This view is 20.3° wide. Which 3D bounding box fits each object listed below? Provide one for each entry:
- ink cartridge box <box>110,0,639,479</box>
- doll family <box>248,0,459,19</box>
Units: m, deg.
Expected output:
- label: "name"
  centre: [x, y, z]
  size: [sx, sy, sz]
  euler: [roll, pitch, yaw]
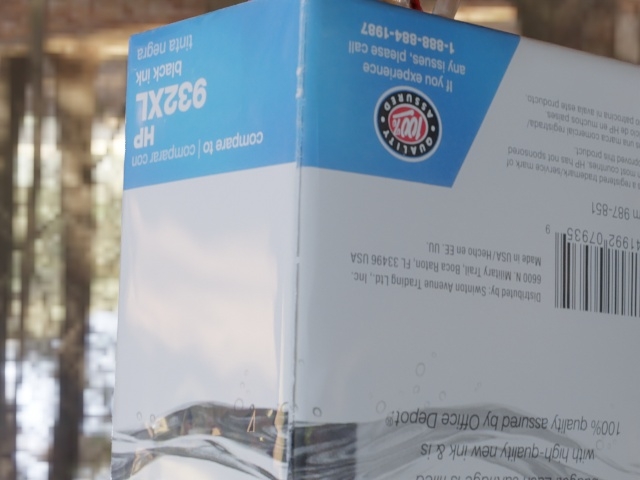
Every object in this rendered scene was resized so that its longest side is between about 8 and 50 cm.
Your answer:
- label: "ink cartridge box"
  centre: [0.034, 0.069, 0.764]
  size: [0.223, 0.308, 0.129]
  euler: [8, 171, -41]
- label: "doll family"
  centre: [0.033, -0.198, 0.986]
  size: [0.163, 0.263, 0.118]
  euler: [-4, 159, -43]
